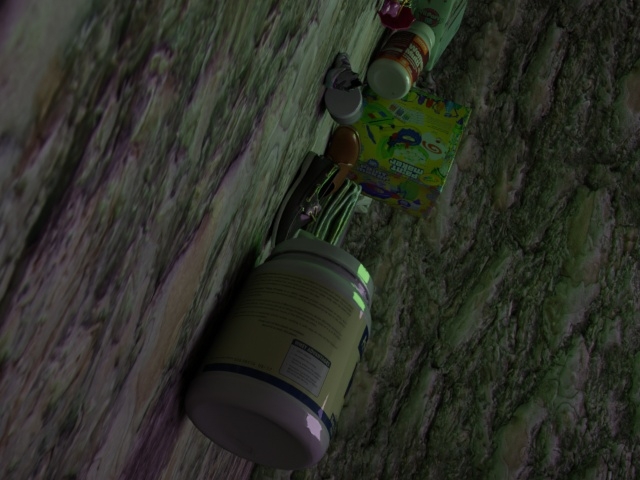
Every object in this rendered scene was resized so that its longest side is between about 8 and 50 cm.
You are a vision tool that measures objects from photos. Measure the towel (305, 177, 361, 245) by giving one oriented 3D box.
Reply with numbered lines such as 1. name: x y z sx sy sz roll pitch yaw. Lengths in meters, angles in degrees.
1. towel: -0.008 0.026 1.874 0.374 0.090 0.320 105 11 -70

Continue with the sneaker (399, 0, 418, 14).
1. sneaker: 0.218 -0.600 1.790 0.192 0.064 0.086 76 31 -87

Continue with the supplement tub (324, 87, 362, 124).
1. supplement tub: 0.046 -0.260 1.341 0.107 0.071 0.071 -13 124 -85

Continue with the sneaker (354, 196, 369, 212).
1. sneaker: 0.136 -0.210 2.293 0.110 0.118 0.292 -61 169 -48

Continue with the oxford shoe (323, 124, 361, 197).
1. oxford shoe: 0.040 -0.177 1.637 0.076 0.076 0.212 -56 169 -41

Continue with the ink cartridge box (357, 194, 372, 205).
1. ink cartridge box: 0.131 -0.216 2.164 0.181 0.056 0.224 -5 126 -53

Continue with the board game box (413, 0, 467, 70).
1. board game box: 0.337 -0.656 1.945 0.224 0.097 0.303 -58 169 -33

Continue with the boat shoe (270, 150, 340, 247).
1. boat shoe: -0.028 -0.073 1.342 0.081 0.069 0.227 103 9 -58

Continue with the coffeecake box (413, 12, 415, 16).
1. coffeecake box: 0.285 -0.709 2.044 0.142 0.068 0.185 -61 172 -52

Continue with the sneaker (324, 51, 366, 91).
1. sneaker: 0.053 -0.295 1.269 0.038 0.069 0.098 106 7 -52

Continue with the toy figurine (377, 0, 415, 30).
1. toy figurine: 0.179 -0.532 1.528 0.173 0.130 0.159 -14 138 -57

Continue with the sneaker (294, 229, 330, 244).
1. sneaker: -0.033 0.054 1.523 0.262 0.121 0.099 97 16 -72

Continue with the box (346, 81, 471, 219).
1. box: 0.215 -0.256 1.927 0.177 0.290 0.279 102 11 -67

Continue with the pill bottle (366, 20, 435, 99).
1. pill bottle: 0.217 -0.479 1.865 0.221 0.121 0.121 -57 170 -34

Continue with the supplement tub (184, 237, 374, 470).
1. supplement tub: -0.053 0.179 1.163 0.235 0.235 0.325 105 8 -52

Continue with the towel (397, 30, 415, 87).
1. towel: 0.252 -0.459 2.253 0.312 0.056 0.324 101 -10 -64
